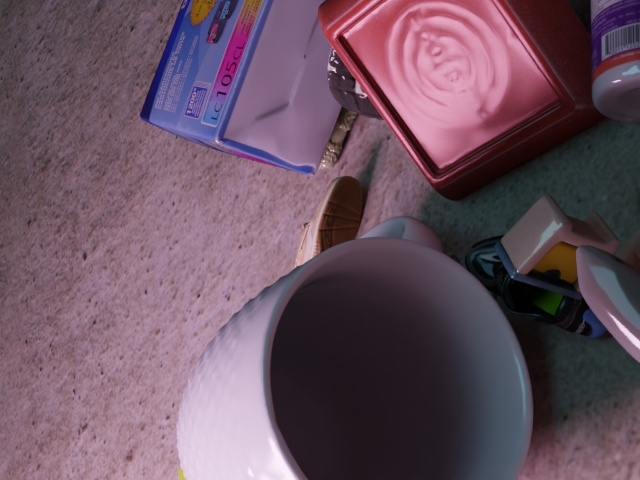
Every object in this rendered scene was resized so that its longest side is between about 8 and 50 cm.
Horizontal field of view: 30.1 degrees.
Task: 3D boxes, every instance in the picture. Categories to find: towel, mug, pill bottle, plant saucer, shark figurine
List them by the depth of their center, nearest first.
[{"bbox_3d":[0.303,0.080,0.805,0.278,0.116,0.166,-6,101,38],"label":"shark figurine"},{"bbox_3d":[0.293,-0.209,1.052,0.108,0.108,0.193,-20,60,51],"label":"pill bottle"},{"bbox_3d":[0.133,-0.179,1.181,0.259,0.258,0.048,-31,7,46],"label":"plant saucer"},{"bbox_3d":[0.019,0.137,1.194,0.328,0.276,0.374,-35,28,57],"label":"mug"},{"bbox_3d":[0.000,-0.160,1.544,0.110,0.027,0.148,-65,32,12],"label":"towel"}]

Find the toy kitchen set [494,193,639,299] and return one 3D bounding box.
[{"bbox_3d":[0.240,0.086,0.950,0.122,0.166,0.207,-56,37,25],"label":"toy kitchen set"}]

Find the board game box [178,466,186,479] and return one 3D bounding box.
[{"bbox_3d":[-0.088,0.242,1.443,0.181,0.092,0.043,-56,36,26],"label":"board game box"}]

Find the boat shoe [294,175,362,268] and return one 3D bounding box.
[{"bbox_3d":[0.000,0.000,1.442,0.059,0.063,0.170,22,95,51],"label":"boat shoe"}]

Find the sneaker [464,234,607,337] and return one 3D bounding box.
[{"bbox_3d":[0.196,0.034,1.120,0.188,0.078,0.067,34,105,57],"label":"sneaker"}]

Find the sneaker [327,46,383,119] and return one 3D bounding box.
[{"bbox_3d":[0.117,-0.310,1.302,0.182,0.158,0.410,-79,7,-46],"label":"sneaker"}]

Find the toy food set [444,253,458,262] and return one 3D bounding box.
[{"bbox_3d":[0.109,0.049,1.296,0.122,0.019,0.078,-35,49,44],"label":"toy food set"}]

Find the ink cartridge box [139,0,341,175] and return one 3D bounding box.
[{"bbox_3d":[-0.099,-0.249,1.589,0.395,0.151,0.270,22,91,65],"label":"ink cartridge box"}]
